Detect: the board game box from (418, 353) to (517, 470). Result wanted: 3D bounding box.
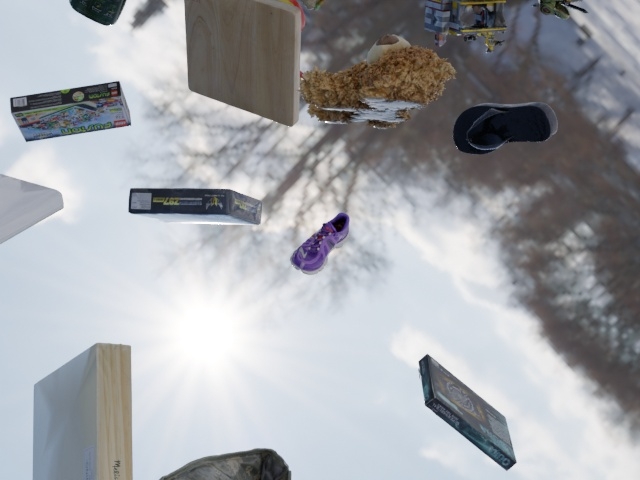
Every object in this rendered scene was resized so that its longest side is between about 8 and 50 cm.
[{"bbox_3d":[0.232,0.272,1.906,0.186,0.026,0.126,40,-160,-18],"label":"board game box"}]

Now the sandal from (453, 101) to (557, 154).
[{"bbox_3d":[0.337,-0.216,2.288,0.054,0.254,0.097,-30,-78,-34],"label":"sandal"}]

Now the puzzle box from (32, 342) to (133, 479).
[{"bbox_3d":[-0.319,0.364,1.591,0.052,0.272,0.409,7,-110,-30],"label":"puzzle box"}]

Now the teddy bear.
[{"bbox_3d":[0.088,-0.250,1.915,0.338,0.245,0.113,53,-142,-85],"label":"teddy bear"}]

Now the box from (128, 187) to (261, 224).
[{"bbox_3d":[-0.262,-0.071,2.534,0.183,0.232,0.059,17,-104,-72],"label":"box"}]

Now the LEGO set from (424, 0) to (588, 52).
[{"bbox_3d":[0.294,-0.342,1.625,0.331,0.192,0.255,-12,-157,-32],"label":"LEGO set"}]

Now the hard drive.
[{"bbox_3d":[-0.610,-0.025,2.000,0.203,0.040,0.307,15,-146,32],"label":"hard drive"}]

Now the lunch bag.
[{"bbox_3d":[-0.179,0.442,1.809,0.169,0.235,0.287,49,-154,14],"label":"lunch bag"}]

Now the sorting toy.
[{"bbox_3d":[-0.138,-0.388,2.375,0.255,0.257,0.089,22,-137,22],"label":"sorting toy"}]

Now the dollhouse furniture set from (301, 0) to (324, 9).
[{"bbox_3d":[-0.037,-0.600,2.167,0.301,0.197,0.151,45,-166,-44],"label":"dollhouse furniture set"}]

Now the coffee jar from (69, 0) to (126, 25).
[{"bbox_3d":[-0.362,-0.470,2.092,0.096,0.184,0.079,26,-141,-18],"label":"coffee jar"}]

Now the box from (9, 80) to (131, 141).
[{"bbox_3d":[-0.470,-0.243,2.268,0.114,0.206,0.036,85,175,-66],"label":"box"}]

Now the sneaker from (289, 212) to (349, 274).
[{"bbox_3d":[0.000,0.000,2.345,0.068,0.071,0.170,31,-130,14],"label":"sneaker"}]
